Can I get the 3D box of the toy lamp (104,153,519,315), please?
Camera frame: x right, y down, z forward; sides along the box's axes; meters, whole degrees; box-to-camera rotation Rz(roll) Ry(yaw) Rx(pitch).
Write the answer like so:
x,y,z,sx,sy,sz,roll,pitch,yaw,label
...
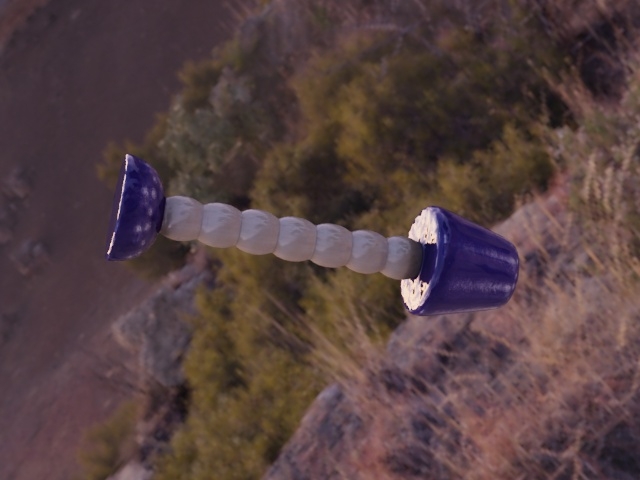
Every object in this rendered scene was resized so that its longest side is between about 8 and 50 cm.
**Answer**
x,y,z,sx,sy,sz,roll,pitch,yaw,label
0.000,0.000,0.744,0.080,0.274,0.080,-169,90,-74,toy lamp
